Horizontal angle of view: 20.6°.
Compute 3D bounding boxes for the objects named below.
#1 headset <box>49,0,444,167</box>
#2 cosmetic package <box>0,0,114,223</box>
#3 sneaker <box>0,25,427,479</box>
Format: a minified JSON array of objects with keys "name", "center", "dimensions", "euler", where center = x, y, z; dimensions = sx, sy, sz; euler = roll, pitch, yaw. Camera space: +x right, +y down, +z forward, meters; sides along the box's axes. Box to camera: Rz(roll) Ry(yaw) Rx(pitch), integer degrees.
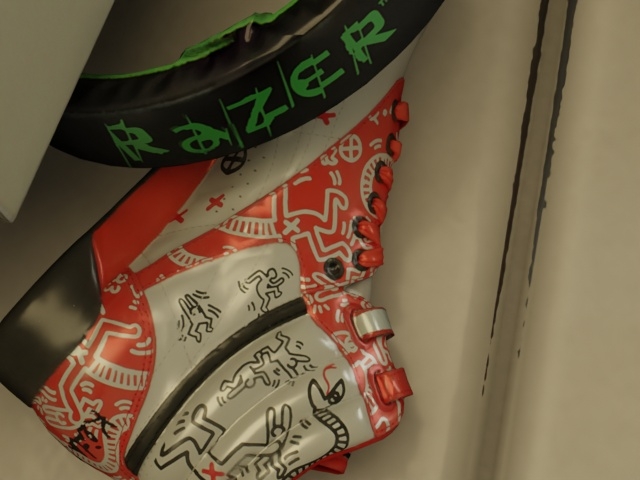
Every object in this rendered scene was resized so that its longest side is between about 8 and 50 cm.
[{"name":"headset","center":[-0.078,-0.219,0.736],"dimensions":[0.243,0.185,0.394],"euler":[-25,54,12]},{"name":"cosmetic package","center":[-0.129,-0.176,0.607],"dimensions":[0.153,0.129,0.296],"euler":[16,75,19]},{"name":"sneaker","center":[-0.001,0.001,0.743],"dimensions":[0.145,0.090,0.270],"euler":[43,73,-1]}]
